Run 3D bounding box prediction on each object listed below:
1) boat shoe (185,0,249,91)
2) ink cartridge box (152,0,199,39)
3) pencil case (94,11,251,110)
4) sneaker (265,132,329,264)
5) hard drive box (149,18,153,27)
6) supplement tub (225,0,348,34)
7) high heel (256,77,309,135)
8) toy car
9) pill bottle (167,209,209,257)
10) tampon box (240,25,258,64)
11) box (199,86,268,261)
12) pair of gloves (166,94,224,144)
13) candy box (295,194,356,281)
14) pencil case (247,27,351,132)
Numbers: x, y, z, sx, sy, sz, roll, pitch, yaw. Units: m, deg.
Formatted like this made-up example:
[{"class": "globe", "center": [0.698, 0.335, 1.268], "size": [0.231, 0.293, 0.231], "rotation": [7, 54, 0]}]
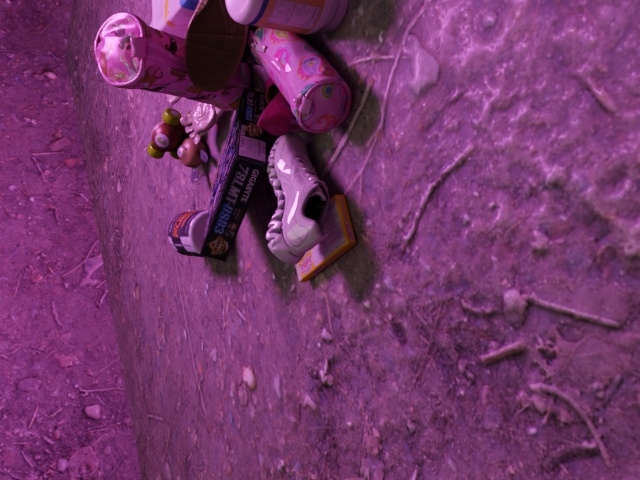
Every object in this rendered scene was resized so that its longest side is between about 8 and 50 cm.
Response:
[{"class": "boat shoe", "center": [-0.191, -0.475, 1.202], "size": [0.110, 0.121, 0.341], "rotation": [-76, 6, -62]}, {"class": "ink cartridge box", "center": [-0.277, -0.615, 1.421], "size": [0.270, 0.198, 0.197], "rotation": [-6, 87, 58]}, {"class": "pencil case", "center": [-0.322, -0.396, 1.336], "size": [0.167, 0.386, 0.160], "rotation": [-34, 76, 28]}, {"class": "sneaker", "center": [-0.034, -0.099, 1.148], "size": [0.118, 0.110, 0.292], "rotation": [-31, 51, 37]}, {"class": "hard drive box", "center": [-0.465, -0.624, 1.824], "size": [0.232, 0.089, 0.181], "rotation": [-29, 68, 55]}, {"class": "supplement tub", "center": [-0.062, -0.464, 1.084], "size": [0.144, 0.199, 0.144], "rotation": [8, 100, 57]}, {"class": "high heel", "center": [-0.109, -0.292, 1.241], "size": [0.244, 0.117, 0.082], "rotation": [-117, 36, -43]}, {"class": "toy car", "center": [-0.394, -0.263, 1.705], "size": [0.188, 0.149, 0.155], "rotation": [54, 126, 25]}, {"class": "pill bottle", "center": [-0.349, -0.019, 1.643], "size": [0.245, 0.130, 0.130], "rotation": [1, 93, 58]}, {"class": "tampon box", "center": [-0.128, -0.485, 1.281], "size": [0.161, 0.101, 0.120], "rotation": [-58, 46, 41]}, {"class": "box", "center": [-0.196, -0.154, 1.351], "size": [0.293, 0.073, 0.295], "rotation": [-91, 23, -49]}, {"class": "pair of gloves", "center": [-0.331, -0.410, 1.621], "size": [0.204, 0.042, 0.240], "rotation": [-40, 62, 24]}, {"class": "candy box", "center": [0.000, 0.000, 1.181], "size": [0.206, 0.027, 0.105], "rotation": [-40, 59, 52]}, {"class": "pencil case", "center": [-0.047, -0.330, 1.147], "size": [0.284, 0.124, 0.124], "rotation": [58, 138, 37]}]
